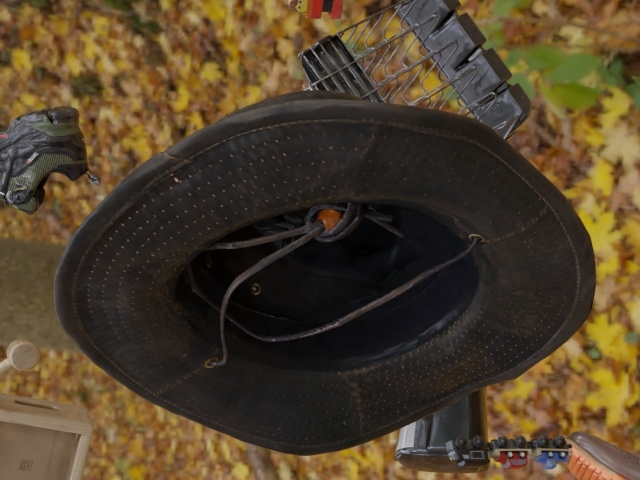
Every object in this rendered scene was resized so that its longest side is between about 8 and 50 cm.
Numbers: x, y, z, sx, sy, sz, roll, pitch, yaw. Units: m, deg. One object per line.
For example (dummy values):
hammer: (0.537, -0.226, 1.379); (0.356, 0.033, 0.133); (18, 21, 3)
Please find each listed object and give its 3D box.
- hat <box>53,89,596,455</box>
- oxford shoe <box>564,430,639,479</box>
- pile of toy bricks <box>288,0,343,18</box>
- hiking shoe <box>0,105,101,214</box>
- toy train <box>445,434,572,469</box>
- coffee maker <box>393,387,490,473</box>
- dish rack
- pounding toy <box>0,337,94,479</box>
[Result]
hat: (0.000, 0.000, 0.646); (0.331, 0.331, 0.134); (118, 151, -42)
oxford shoe: (0.508, 0.349, 1.422); (0.133, 0.363, 0.130); (-57, -17, -17)
pile of toy bricks: (-0.028, -0.291, 0.883); (0.212, 0.105, 0.118); (99, 167, -52)
hiking shoe: (-0.375, -0.076, 1.184); (0.086, 0.226, 0.114); (-72, -35, -77)
toy train: (0.211, 0.234, 1.123); (0.027, 0.158, 0.036); (133, 136, -57)
coffee maker: (0.183, 0.207, 1.340); (0.171, 0.120, 0.178); (-18, 55, 34)
dish rack: (0.100, -0.161, 1.116); (0.208, 0.271, 0.074); (54, 144, 3)
pounding toy: (-0.360, 0.209, 1.177); (0.094, 0.181, 0.206); (-161, 85, -71)
